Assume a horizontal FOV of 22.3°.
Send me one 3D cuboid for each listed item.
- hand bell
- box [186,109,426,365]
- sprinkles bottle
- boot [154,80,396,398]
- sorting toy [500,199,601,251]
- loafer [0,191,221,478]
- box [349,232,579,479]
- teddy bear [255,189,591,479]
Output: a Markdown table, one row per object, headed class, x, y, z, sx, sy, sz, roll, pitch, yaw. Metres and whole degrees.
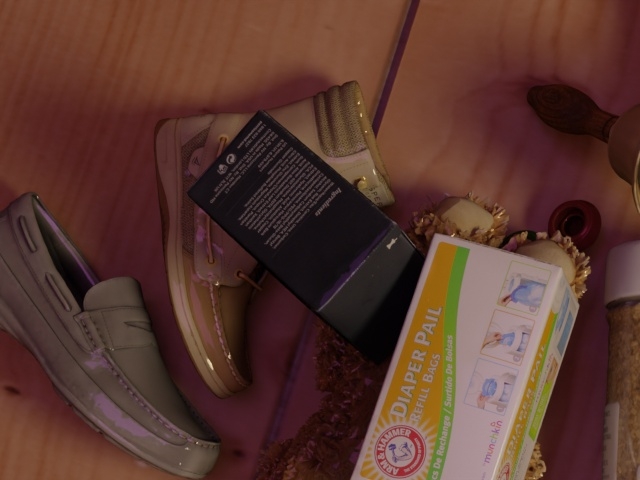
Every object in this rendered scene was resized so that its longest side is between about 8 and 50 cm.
| class | x | y | z | sx | sy | sz | roll | pitch | yaw |
| --- | --- | --- | --- | --- | --- | --- | --- | --- | --- |
| hand bell | 0.241 | -0.094 | 1.341 | 0.126 | 0.126 | 0.242 | -50 | 32 | -2 |
| box | 0.000 | 0.000 | 1.280 | 0.158 | 0.156 | 0.093 | 40 | 88 | 28 |
| sprinkles bottle | 0.283 | 0.180 | 1.290 | 0.121 | 0.121 | 0.355 | 1 | 77 | 14 |
| boot | -0.032 | -0.004 | 1.429 | 0.203 | 0.095 | 0.262 | -12 | 71 | 9 |
| sorting toy | 0.204 | 0.011 | 1.399 | 0.102 | 0.042 | 0.061 | -36 | 55 | 15 |
| loafer | -0.196 | 0.082 | 1.434 | 0.319 | 0.112 | 0.111 | 42 | 97 | 20 |
| box | 0.113 | 0.114 | 1.231 | 0.103 | 0.114 | 0.203 | 15 | 78 | 20 |
| teddy bear | 0.089 | 0.117 | 1.358 | 0.245 | 0.113 | 0.338 | 13 | 77 | 22 |
